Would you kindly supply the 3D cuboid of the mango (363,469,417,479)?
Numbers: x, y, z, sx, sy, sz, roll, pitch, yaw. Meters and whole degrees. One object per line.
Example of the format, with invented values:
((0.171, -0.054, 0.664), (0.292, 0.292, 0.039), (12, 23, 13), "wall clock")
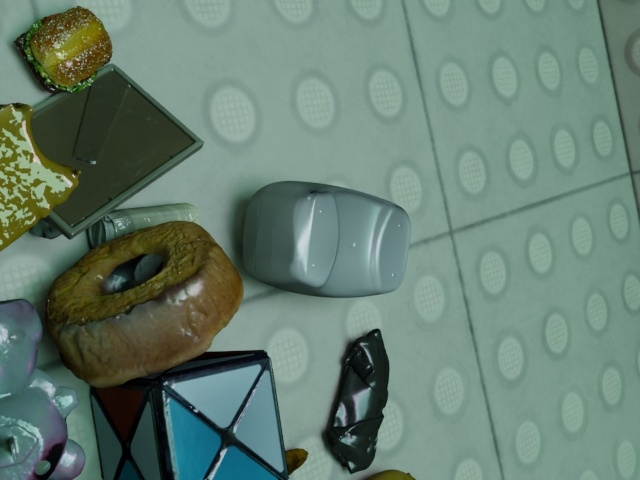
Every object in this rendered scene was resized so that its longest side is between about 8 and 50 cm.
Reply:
((0.121, 0.595, 1.867), (0.251, 0.114, 0.156), (-13, 103, -31), "mango")

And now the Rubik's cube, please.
((-0.228, 0.329, 1.484), (0.248, 0.250, 0.246), (-10, 91, -41), "Rubik's cube")

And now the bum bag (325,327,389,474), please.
((0.093, 0.349, 1.888), (0.142, 0.080, 0.326), (28, 66, -41), "bum bag")

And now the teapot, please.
((-0.323, -0.009, 1.562), (0.200, 0.077, 0.107), (-9, 110, -43), "teapot")

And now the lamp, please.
((-0.484, 0.244, 1.262), (0.247, 0.247, 0.301), (-8, 91, -22), "lamp")

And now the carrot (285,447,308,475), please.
((-0.136, 0.477, 1.680), (0.314, 0.066, 0.066), (-19, 98, -45), "carrot")

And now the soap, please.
((-0.512, -0.063, 1.173), (0.293, 0.335, 0.156), (-43, 116, -17), "soap")

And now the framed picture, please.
((-0.391, -0.164, 1.469), (0.240, 0.020, 0.324), (40, 51, 8), "framed picture")

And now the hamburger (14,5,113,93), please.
((-0.432, -0.334, 1.489), (0.166, 0.087, 0.137), (-45, 114, -37), "hamburger")

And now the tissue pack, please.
((0.000, 0.000, 1.754), (0.333, 0.236, 0.229), (9, 88, -41), "tissue pack")

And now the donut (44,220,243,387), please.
((-0.288, 0.099, 1.407), (0.317, 0.299, 0.150), (-45, 133, -32), "donut")

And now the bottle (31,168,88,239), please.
((-0.403, -0.108, 1.491), (0.269, 0.083, 0.083), (-50, 117, -37), "bottle")
